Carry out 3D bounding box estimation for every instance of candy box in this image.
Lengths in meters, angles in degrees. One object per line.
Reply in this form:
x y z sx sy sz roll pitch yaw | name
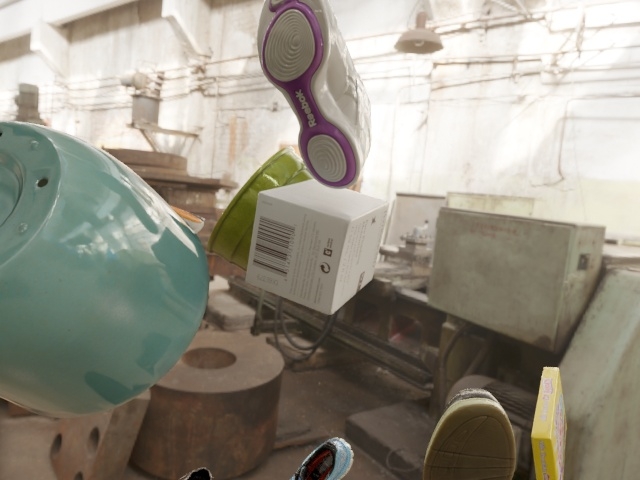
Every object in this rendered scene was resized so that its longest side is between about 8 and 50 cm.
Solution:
0.318 0.264 0.669 0.027 0.105 0.206 -9 7 30 | candy box

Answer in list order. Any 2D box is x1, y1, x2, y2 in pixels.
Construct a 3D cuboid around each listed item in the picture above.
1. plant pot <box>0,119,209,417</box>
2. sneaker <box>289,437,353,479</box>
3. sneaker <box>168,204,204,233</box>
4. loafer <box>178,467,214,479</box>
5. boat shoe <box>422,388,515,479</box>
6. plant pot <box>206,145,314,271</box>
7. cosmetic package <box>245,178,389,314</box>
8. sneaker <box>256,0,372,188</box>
-0.296 0.017 0.517 0.293 0.292 0.235 7 -28 11 | plant pot
-0.025 0.330 0.649 0.063 0.162 0.073 31 -16 30 | sneaker
-0.327 -0.019 0.906 0.263 0.120 0.099 17 -4 45 | sneaker
-0.201 0.385 0.664 0.080 0.078 0.220 25 6 -4 | loafer
0.139 0.224 0.478 0.080 0.223 0.073 -2 27 8 | boat shoe
-0.052 -0.005 1.329 0.353 0.366 0.366 38 7 2 | plant pot
0.000 0.000 0.776 0.152 0.151 0.184 19 21 21 | cosmetic package
0.001 -0.235 0.719 0.114 0.304 0.152 -4 26 28 | sneaker
